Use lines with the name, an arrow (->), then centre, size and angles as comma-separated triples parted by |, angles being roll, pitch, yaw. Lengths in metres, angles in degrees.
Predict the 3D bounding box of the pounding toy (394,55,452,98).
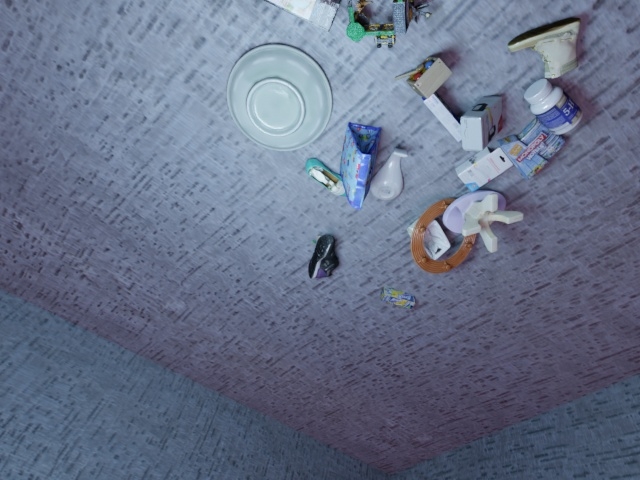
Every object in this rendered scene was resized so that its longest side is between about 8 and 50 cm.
pounding toy -> 0.347, -0.562, 1.392 | 0.100, 0.141, 0.130 | 38, 108, -21

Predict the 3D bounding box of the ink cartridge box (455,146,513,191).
ink cartridge box -> 0.640, -0.288, 1.598 | 0.181, 0.061, 0.104 | -36, 117, 29

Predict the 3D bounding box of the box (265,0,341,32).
box -> -0.082, -0.764, 1.251 | 0.290, 0.169, 0.087 | 21, 129, -11

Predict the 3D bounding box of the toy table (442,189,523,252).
toy table -> 0.653, -0.094, 1.627 | 0.275, 0.161, 0.252 | -26, 119, -2

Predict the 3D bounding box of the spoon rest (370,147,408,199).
spoon rest -> 0.288, -0.268, 1.657 | 0.138, 0.084, 0.276 | 13, 141, -2

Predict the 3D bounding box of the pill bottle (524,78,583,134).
pill bottle -> 0.802, -0.466, 1.412 | 0.187, 0.111, 0.112 | 33, 124, -19

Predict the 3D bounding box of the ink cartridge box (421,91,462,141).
ink cartridge box -> 0.447, -0.458, 1.468 | 0.207, 0.097, 0.046 | 39, 122, -22

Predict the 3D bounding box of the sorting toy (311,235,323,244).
sorting toy -> 0.000, 0.000, 1.923 | 0.084, 0.012, 0.061 | 5, 133, -2

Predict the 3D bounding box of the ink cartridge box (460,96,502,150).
ink cartridge box -> 0.571, -0.412, 1.436 | 0.073, 0.175, 0.127 | 17, 139, 40

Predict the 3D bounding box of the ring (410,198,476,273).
ring -> 0.534, -0.012, 1.733 | 0.337, 0.032, 0.335 | -7, 109, -20

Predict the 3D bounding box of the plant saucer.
plant saucer -> -0.158, -0.501, 1.503 | 0.402, 0.100, 0.399 | 3, 128, 4

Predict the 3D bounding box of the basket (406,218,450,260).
basket -> 0.470, -0.011, 1.783 | 0.113, 0.103, 0.167 | -41, 117, -5

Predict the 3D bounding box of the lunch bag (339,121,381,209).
lunch bag -> 0.143, -0.274, 1.519 | 0.138, 0.293, 0.220 | 9, 128, 0

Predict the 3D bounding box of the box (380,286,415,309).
box -> 0.393, 0.293, 2.074 | 0.169, 0.059, 0.054 | 18, 128, -7

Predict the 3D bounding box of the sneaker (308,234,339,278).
sneaker -> 0.037, 0.074, 1.931 | 0.124, 0.107, 0.283 | 3, 140, -20

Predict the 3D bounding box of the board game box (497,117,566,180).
board game box -> 0.780, -0.353, 1.534 | 0.194, 0.060, 0.194 | 27, 125, -15

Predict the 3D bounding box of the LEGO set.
LEGO set -> 0.186, -0.784, 1.227 | 0.255, 0.192, 0.331 | 4, 144, 27

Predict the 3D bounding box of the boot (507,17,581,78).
boot -> 0.732, -0.610, 1.334 | 0.214, 0.077, 0.165 | -14, 126, 13

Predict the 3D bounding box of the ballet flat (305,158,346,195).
ballet flat -> 0.037, -0.243, 1.685 | 0.247, 0.087, 0.083 | 33, 123, -18
